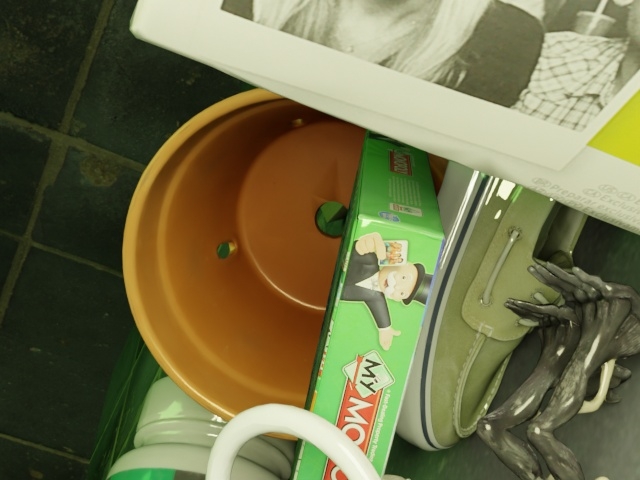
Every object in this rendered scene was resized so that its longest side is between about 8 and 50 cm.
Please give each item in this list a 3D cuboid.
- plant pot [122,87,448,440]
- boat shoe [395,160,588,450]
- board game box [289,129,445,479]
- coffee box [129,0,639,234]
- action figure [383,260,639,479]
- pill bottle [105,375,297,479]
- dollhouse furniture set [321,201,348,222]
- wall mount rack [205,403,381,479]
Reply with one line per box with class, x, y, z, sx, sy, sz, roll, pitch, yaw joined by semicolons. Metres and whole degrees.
plant pot;0.000;0.000;0.938;0.203;0.290;0.291;-54;-11;-73
boat shoe;0.125;0.015;0.738;0.094;0.109;0.302;23;107;34
board game box;0.024;0.053;0.676;0.317;0.046;0.214;-75;-1;-75
coffee box;0.173;-0.226;0.379;0.334;0.338;0.338;131;155;-55
action figure;0.092;0.157;0.567;0.164;0.140;0.276;122;166;-75
pill bottle;-0.134;0.330;1.072;0.204;0.204;0.361;128;157;-53
dollhouse furniture set;0.059;-0.130;1.372;0.151;0.123;0.144;68;152;15
wall mount rack;-0.046;0.265;0.505;0.304;0.130;0.350;-14;94;37
